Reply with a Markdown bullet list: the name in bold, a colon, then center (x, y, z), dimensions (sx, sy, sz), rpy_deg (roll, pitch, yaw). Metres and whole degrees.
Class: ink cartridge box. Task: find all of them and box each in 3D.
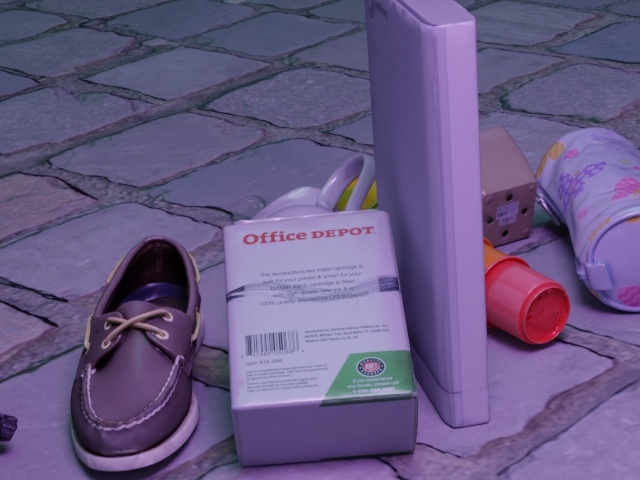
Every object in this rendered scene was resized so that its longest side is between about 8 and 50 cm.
- **ink cartridge box**: center (-0.003, 0.080, 1.304), dimensions (0.153, 0.087, 0.208), rpy_deg (-4, 48, -1)

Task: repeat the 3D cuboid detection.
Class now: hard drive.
- **hard drive**: center (0.092, -0.045, 1.341), dimensions (0.047, 0.353, 0.233), rpy_deg (-8, 22, -9)

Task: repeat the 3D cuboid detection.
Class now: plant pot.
- **plant pot**: center (0.179, -0.049, 1.681), dimensions (0.109, 0.109, 0.096), rpy_deg (-15, 38, -26)

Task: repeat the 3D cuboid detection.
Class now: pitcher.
- **pitcher**: center (0.000, 0.000, 1.504), dimensions (0.125, 0.178, 0.207), rpy_deg (38, 10, -17)

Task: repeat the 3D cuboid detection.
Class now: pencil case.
- **pencil case**: center (0.303, -0.027, 1.582), dimensions (0.124, 0.114, 0.273), rpy_deg (-3, 22, -3)

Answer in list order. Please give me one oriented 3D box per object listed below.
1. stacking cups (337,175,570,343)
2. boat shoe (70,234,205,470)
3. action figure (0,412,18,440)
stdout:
- **stacking cups**: center (0.130, 0.022, 1.539), dimensions (0.096, 0.096, 0.316), rpy_deg (-18, 30, -31)
- **boat shoe**: center (-0.163, 0.096, 1.379), dimensions (0.116, 0.097, 0.324), rpy_deg (-2, 22, 4)
- **action figure**: center (-0.304, 0.123, 1.248), dimensions (0.099, 0.185, 0.285), rpy_deg (-11, 38, 5)
